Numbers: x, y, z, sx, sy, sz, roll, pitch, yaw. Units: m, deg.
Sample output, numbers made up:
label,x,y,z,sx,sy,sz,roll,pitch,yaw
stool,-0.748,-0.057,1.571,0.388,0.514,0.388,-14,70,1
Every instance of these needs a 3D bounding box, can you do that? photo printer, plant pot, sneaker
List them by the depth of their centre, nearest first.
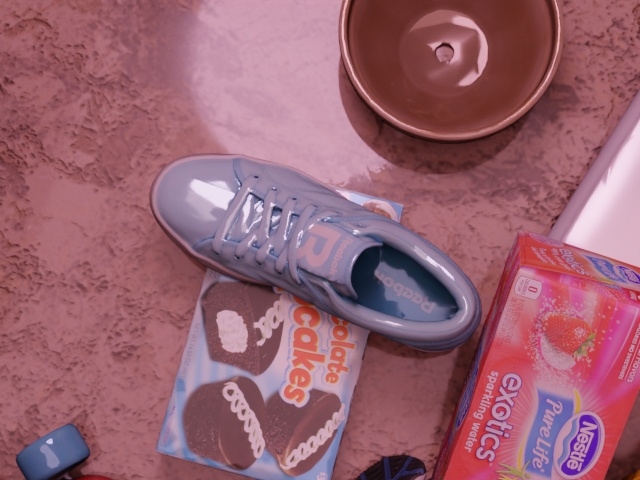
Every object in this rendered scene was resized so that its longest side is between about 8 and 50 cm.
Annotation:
label,x,y,z,sx,sy,sz,roll,pitch,yaw
sneaker,0.000,0.000,1.425,0.366,0.150,0.135,21,82,0
sneaker,0.034,0.305,1.454,0.211,0.080,0.081,-28,116,-26
photo printer,0.414,-0.041,1.509,0.256,0.107,0.307,33,85,4
plant pot,0.136,-0.214,1.533,0.237,0.110,0.237,0,82,0

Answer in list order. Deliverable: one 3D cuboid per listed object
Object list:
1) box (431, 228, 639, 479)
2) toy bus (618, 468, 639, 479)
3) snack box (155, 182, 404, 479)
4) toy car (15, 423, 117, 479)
label,x,y,z,sx,sy,sz,roll,pitch,yaw
box,0.220,0.163,1.417,0.154,0.142,0.300,19,108,2
toy bus,0.350,0.288,1.419,0.149,0.220,0.211,23,78,8
snack box,-0.041,0.093,1.520,0.187,0.060,0.322,15,83,1
toy car,-0.282,0.318,1.406,0.210,0.238,0.219,-30,83,-3
